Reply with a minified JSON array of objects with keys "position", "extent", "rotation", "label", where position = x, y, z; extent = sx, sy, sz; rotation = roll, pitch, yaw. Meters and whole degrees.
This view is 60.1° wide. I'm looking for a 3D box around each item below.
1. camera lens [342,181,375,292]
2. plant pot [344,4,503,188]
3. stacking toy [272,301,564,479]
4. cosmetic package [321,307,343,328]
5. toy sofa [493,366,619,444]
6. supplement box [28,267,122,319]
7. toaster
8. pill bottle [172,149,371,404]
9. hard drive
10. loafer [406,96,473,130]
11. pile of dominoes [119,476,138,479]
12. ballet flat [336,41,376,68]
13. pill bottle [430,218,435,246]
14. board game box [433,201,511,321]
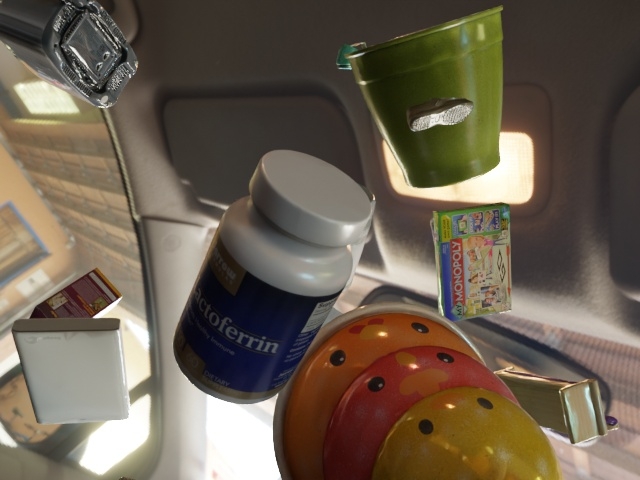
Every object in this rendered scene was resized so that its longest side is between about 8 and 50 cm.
[{"position":[0.003,-0.010,1.401],"extent":[0.219,0.219,0.274],"rotation":[31,-62,30],"label":"camera lens"},{"position":[0.280,-0.324,1.324],"extent":[0.366,0.366,0.353],"rotation":[7,-60,53],"label":"plant pot"},{"position":[0.156,0.261,0.625],"extent":[0.351,0.350,0.480],"rotation":[53,-14,-9],"label":"stacking toy"},{"position":[0.041,0.352,1.698],"extent":[0.224,0.138,0.224],"rotation":[31,-49,7],"label":"cosmetic package"},{"position":[0.661,0.462,1.610],"extent":[0.362,0.177,0.150],"rotation":[160,-80,-70],"label":"toy sofa"},{"position":[-0.611,0.167,1.388],"extent":[0.104,0.188,0.081],"rotation":[48,-49,-1],"label":"supplement box"},{"position":[-0.414,-0.322,0.885],"extent":[0.146,0.129,0.227],"rotation":[22,-13,17],"label":"toaster"},{"position":[-0.056,0.044,0.616],"extent":[0.153,0.153,0.265],"rotation":[39,-59,19],"label":"pill bottle"},{"position":[-0.531,0.290,1.203],"extent":[0.040,0.203,0.308],"rotation":[-104,-161,-50],"label":"hard drive"},{"position":[0.236,-0.260,1.098],"extent":[0.056,0.148,0.050],"rotation":[102,-32,-54],"label":"loafer"},{"position":[-0.284,0.572,1.173],"extent":[0.251,0.040,0.196],"rotation":[1,-56,23],"label":"pile of dominoes"},{"position":[0.145,-0.563,1.707],"extent":[0.083,0.247,0.087],"rotation":[20,-70,39],"label":"ballet flat"},{"position":[0.404,0.016,1.675],"extent":[0.112,0.112,0.187],"rotation":[-23,-104,62],"label":"pill bottle"},{"position":[0.434,0.062,1.570],"extent":[0.046,0.213,0.317],"rotation":[-142,-136,-73],"label":"board game box"}]
